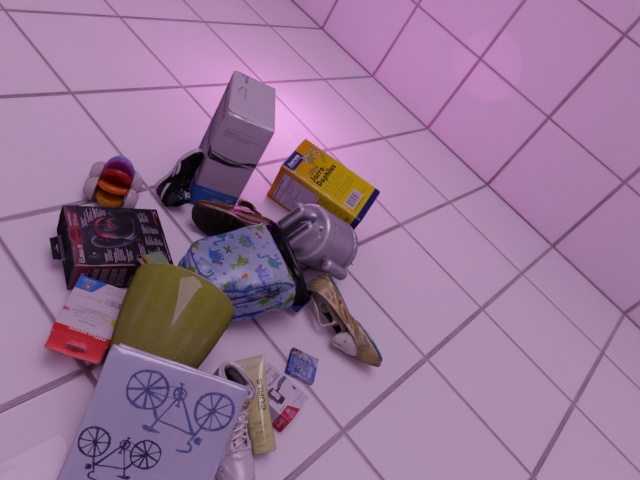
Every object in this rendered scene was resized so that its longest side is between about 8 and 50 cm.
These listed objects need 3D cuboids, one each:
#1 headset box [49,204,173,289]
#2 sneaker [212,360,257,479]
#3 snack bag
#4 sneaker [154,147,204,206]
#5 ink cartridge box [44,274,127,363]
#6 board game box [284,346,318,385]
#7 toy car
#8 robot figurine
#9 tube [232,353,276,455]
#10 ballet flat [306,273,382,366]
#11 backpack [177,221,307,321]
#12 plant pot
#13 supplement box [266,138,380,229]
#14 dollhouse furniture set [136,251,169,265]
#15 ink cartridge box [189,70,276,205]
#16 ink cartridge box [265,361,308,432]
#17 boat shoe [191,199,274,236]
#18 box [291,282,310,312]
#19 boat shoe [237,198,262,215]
[{"bbox_3d":[-0.587,0.018,1.520,0.294,0.110,0.218,1,49,-38],"label":"headset box"},{"bbox_3d":[-0.209,0.437,1.311,0.108,0.169,0.292,0,51,-40],"label":"sneaker"},{"bbox_3d":[-0.354,0.432,1.176,0.323,0.037,0.342,23,76,-17],"label":"snack bag"},{"bbox_3d":[-0.438,-0.192,1.794,0.121,0.217,0.079,56,19,17],"label":"sneaker"},{"bbox_3d":[-0.575,0.209,1.348,0.134,0.078,0.230,23,39,-15],"label":"ink cartridge box"},{"bbox_3d":[-0.055,0.372,1.622,0.090,0.020,0.090,29,37,-11],"label":"board game box"},{"bbox_3d":[-0.631,-0.190,1.689,0.159,0.136,0.181,19,40,-20],"label":"toy car"},{"bbox_3d":[0.000,0.000,1.870,0.353,0.200,0.299,28,35,-56],"label":"robot figurine"},{"bbox_3d":[-0.167,0.417,1.392,0.070,0.062,0.239,4,66,-43],"label":"tube"},{"bbox_3d":[0.061,0.271,1.747,0.123,0.123,0.348,-17,69,-47],"label":"ballet flat"},{"bbox_3d":[-0.243,0.098,1.589,0.356,0.273,0.289,-19,68,-15],"label":"backpack"},{"bbox_3d":[-0.391,0.251,1.323,0.275,0.275,0.293,28,53,-10],"label":"plant pot"},{"bbox_3d":[0.010,-0.181,2.095,0.357,0.194,0.195,35,51,-1],"label":"supplement box"},{"bbox_3d":[-0.414,0.074,1.450,0.151,0.058,0.076,48,40,17],"label":"dollhouse furniture set"},{"bbox_3d":[-0.305,-0.331,1.881,0.167,0.394,0.285,19,40,-21],"label":"ink cartridge box"},{"bbox_3d":[-0.126,0.421,1.478,0.150,0.063,0.109,40,37,6],"label":"ink cartridge box"},{"bbox_3d":[-0.279,-0.057,1.848,0.324,0.122,0.119,24,32,-27],"label":"boat shoe"},{"bbox_3d":[-0.130,0.134,1.797,0.225,0.036,0.136,46,38,3],"label":"box"},{"bbox_3d":[-0.259,-0.112,1.937,0.045,0.050,0.135,47,-2,33],"label":"boat shoe"}]
